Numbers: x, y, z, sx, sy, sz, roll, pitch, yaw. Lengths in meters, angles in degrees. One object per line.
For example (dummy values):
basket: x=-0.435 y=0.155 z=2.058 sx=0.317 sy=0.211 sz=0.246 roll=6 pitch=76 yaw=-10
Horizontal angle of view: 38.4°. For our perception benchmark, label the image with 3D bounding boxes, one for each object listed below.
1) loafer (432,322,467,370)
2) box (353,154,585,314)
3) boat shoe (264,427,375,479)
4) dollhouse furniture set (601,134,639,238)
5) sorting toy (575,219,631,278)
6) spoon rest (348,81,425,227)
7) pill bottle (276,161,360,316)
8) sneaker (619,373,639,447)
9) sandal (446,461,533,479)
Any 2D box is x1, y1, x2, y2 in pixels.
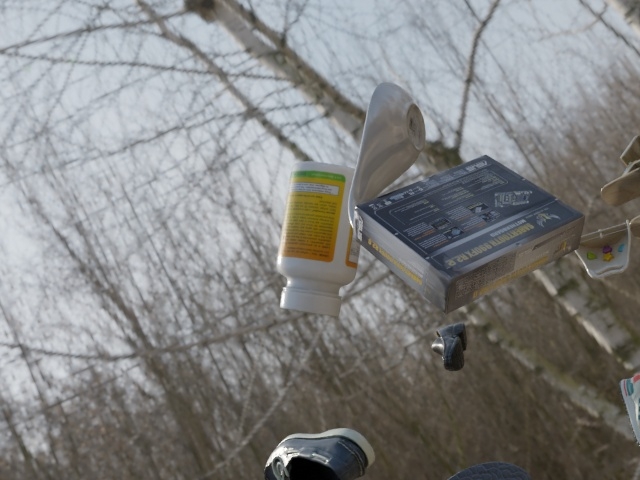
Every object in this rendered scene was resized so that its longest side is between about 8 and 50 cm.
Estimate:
loafer: x=0.250 y=0.213 z=1.804 sx=0.061 sy=0.062 sz=0.170 roll=-7 pitch=11 yaw=15
box: x=0.186 y=-0.016 z=1.161 sx=0.231 sy=0.183 sz=0.056 roll=-23 pitch=-47 yaw=-28
boat shoe: x=-0.019 y=0.344 z=1.364 sx=0.079 sy=0.095 sz=0.254 roll=-36 pitch=8 yaw=-39
dollhouse furniture set: x=0.592 y=-0.062 z=1.588 sx=0.212 sy=0.242 sz=0.161 roll=-45 pitch=7 yaw=-38
sorting toy: x=0.402 y=0.020 z=1.292 sx=0.083 sy=0.075 sz=0.045 roll=-18 pitch=-51 yaw=24
spoon rest: x=0.093 y=-0.105 z=1.314 sx=0.084 sy=0.276 sz=0.137 roll=-8 pitch=-35 yaw=28
pill bottle: x=0.000 y=0.000 z=1.547 sx=0.136 sy=0.245 sz=0.136 roll=9 pitch=-5 yaw=1
sneaker: x=0.533 y=0.277 z=1.456 sx=0.075 sy=0.161 sz=0.057 roll=-35 pitch=-49 yaw=28
sandal: x=0.105 y=0.296 z=0.715 sx=0.097 sy=0.254 sz=0.054 roll=15 pitch=-13 yaw=11
